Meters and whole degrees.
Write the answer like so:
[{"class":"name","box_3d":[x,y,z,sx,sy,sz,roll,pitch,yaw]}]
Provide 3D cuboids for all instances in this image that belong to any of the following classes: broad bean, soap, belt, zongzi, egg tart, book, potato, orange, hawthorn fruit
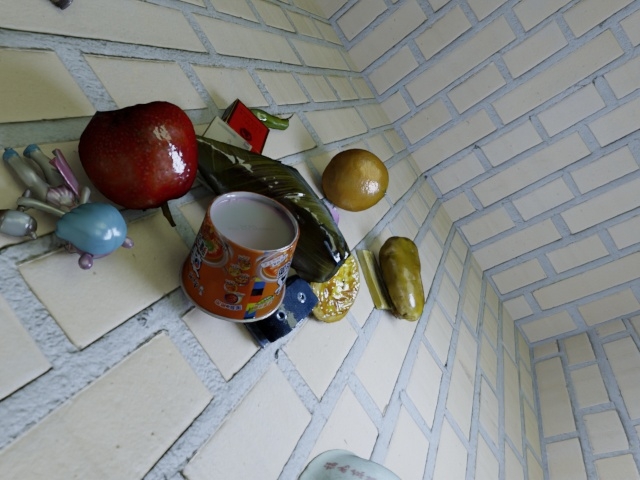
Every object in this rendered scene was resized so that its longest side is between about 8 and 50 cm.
[{"class":"broad bean","box_3d":[-0.184,-0.446,1.556,0.075,0.067,0.325,62,25,4]},{"class":"soap","box_3d":[0.214,0.155,1.642,0.092,0.037,0.251,12,54,-51]},{"class":"belt","box_3d":[-0.098,0.157,1.071,0.128,0.122,0.218,55,30,-1]},{"class":"zongzi","box_3d":[-0.139,-0.081,1.046,0.432,0.208,0.403,24,25,-55]},{"class":"egg tart","box_3d":[0.030,0.129,1.269,0.241,0.106,0.240,-12,106,-47]},{"class":"book","box_3d":[-0.285,-0.235,1.170,0.138,0.016,0.198,40,58,-30]},{"class":"potato","box_3d":[0.326,0.143,1.657,0.195,0.177,0.369,91,-2,-51]},{"class":"orange","box_3d":[0.142,-0.235,1.655,0.264,0.264,0.264,38,36,-34]},{"class":"hawthorn fruit","box_3d":[-0.361,-0.149,0.867,0.210,0.230,0.265,-143,-142,-74]}]

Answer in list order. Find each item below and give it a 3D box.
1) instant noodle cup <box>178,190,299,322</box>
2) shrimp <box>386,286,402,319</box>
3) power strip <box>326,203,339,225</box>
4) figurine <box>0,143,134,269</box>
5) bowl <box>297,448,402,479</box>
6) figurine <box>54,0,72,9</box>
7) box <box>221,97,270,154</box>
[{"class":"instant noodle cup","box_3d":[-0.168,0.023,0.920,0.251,0.192,0.250,16,37,-13]},{"class":"shrimp","box_3d":[0.344,0.219,1.763,0.154,0.062,0.294,50,31,-5]},{"class":"power strip","box_3d":[0.000,0.000,1.376,0.109,0.038,0.278,35,55,-38]},{"class":"figurine","box_3d":[-0.464,-0.066,0.731,0.260,0.103,0.205,49,27,1]},{"class":"bowl","box_3d":[0.138,0.665,0.895,0.435,0.196,0.434,38,35,-33]},{"class":"figurine","box_3d":[-0.676,-0.702,0.884,0.380,0.248,0.203,47,24,-47]},{"class":"box","box_3d":[-0.253,-0.329,1.328,0.153,0.074,0.239,45,33,-31]}]
